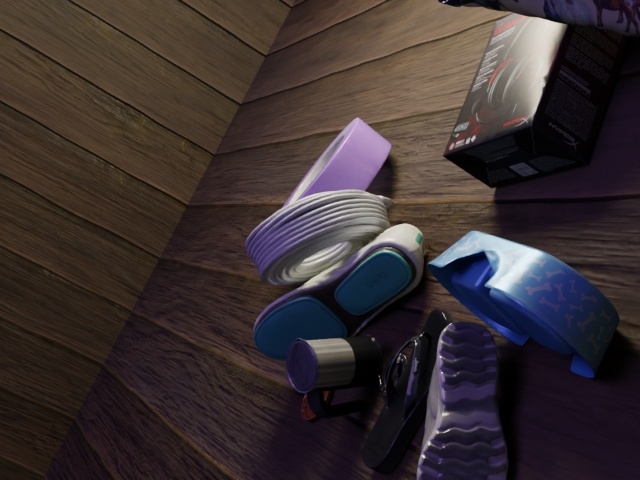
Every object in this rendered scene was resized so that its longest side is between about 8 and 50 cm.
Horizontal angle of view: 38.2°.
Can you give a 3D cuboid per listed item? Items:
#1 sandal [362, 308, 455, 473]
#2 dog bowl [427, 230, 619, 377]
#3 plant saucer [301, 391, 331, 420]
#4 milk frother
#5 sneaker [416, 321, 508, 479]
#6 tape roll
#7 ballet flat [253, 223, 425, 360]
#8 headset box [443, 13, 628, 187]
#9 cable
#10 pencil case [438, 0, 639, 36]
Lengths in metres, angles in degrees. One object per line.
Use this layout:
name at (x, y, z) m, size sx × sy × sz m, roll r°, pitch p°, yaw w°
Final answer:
sandal at (0.126, 0.213, 1.339) m, size 0.254 × 0.054 × 0.097 m, roll -63°, pitch 21°, yaw -9°
dog bowl at (0.246, 0.068, 1.128) m, size 0.074 × 0.166 × 0.297 m, roll -49°, pitch 20°, yaw -5°
plant saucer at (-0.005, 0.276, 1.612) m, size 0.083 × 0.013 × 0.083 m, roll -48°, pitch 24°, yaw 29°
milk frother at (0.045, 0.198, 1.430) m, size 0.143 × 0.135 × 0.129 m, roll -43°, pitch 58°, yaw 44°
sneaker at (0.180, 0.249, 1.162) m, size 0.115 × 0.105 × 0.281 m, roll 88°, pitch -167°, yaw -61°
tape roll at (0.023, -0.112, 1.855) m, size 0.275 × 0.090 × 0.275 m, roll -51°, pitch 7°, yaw 9°
ballet flat at (0.041, 0.093, 1.624) m, size 0.400 × 0.139 × 0.139 m, roll -36°, pitch 31°, yaw 38°
headset box at (0.331, -0.244, 1.394) m, size 0.218 × 0.110 × 0.293 m, roll -13°, pitch 50°, yaw 62°
cable at (0.000, 0.000, 1.639) m, size 0.257 × 0.257 × 0.089 m, roll -29°, pitch 70°, yaw 22°
pencil case at (0.342, -0.352, 1.210) m, size 0.410 × 0.160 × 0.183 m, roll 25°, pitch 42°, yaw 39°
